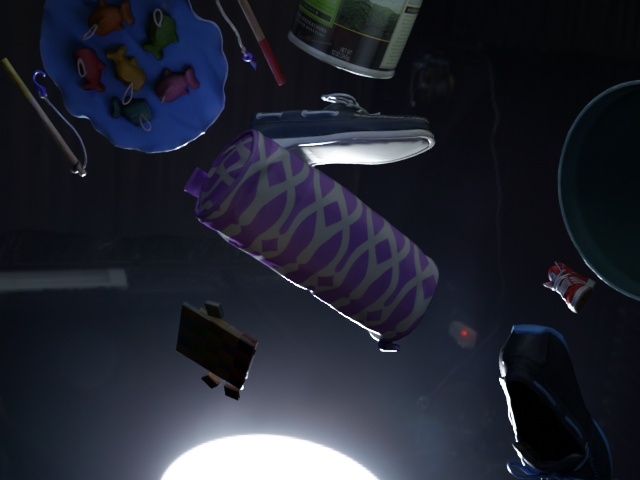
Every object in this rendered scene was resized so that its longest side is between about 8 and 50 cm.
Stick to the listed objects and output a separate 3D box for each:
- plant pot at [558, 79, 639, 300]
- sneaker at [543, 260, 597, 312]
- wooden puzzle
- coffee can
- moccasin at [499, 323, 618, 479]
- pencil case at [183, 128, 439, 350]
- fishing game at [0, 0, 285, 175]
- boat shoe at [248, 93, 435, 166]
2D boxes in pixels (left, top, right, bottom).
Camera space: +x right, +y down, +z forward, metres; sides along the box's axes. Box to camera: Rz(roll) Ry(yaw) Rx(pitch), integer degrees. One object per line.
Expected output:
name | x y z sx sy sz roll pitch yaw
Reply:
plant pot | 0.503 -0.078 0.964 0.196 0.293 0.293 -12 -159 -26
sneaker | 0.342 0.063 0.988 0.067 0.042 0.118 31 -162 21
wooden puzzle | -0.063 0.063 0.424 0.049 0.083 0.006 30 -133 9
coffee can | 0.082 -0.438 1.176 0.201 0.275 0.201 17 -153 -9
moccasin | 0.312 0.275 0.997 0.137 0.342 0.117 -11 -151 40
pencil case | 0.000 0.000 0.551 0.206 0.086 0.088 37 163 -24
fishing game | -0.176 -0.165 0.657 0.264 0.189 0.041 -16 -153 20
boat shoe | 0.020 -0.140 0.906 0.254 0.079 0.095 -4 160 26
